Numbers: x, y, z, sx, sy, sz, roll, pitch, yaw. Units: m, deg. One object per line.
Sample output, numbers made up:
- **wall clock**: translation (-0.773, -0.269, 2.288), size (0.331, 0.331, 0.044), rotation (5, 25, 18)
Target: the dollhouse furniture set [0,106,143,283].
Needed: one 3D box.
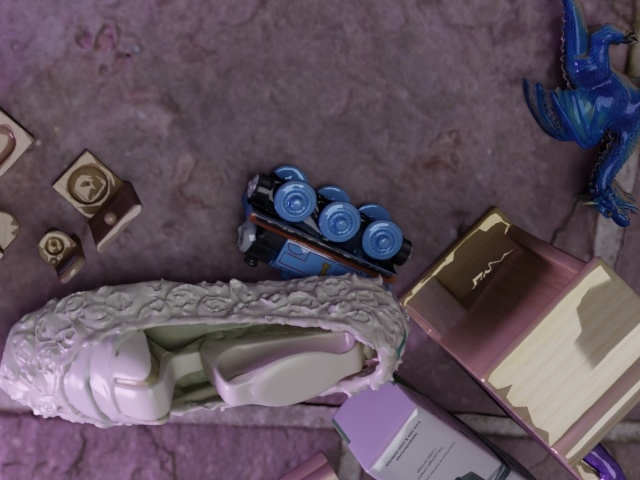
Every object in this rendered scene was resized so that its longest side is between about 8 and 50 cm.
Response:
- **dollhouse furniture set**: translation (-0.274, -0.038, 1.371), size (0.151, 0.123, 0.144), rotation (43, 91, -18)

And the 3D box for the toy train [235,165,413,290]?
- **toy train**: translation (0.000, 0.000, 1.470), size (0.184, 0.080, 0.105), rotation (23, 103, -17)

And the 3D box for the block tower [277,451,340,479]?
- **block tower**: translation (0.054, 0.394, 1.568), size (0.097, 0.091, 0.335), rotation (-33, 107, -3)

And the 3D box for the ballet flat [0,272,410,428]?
- **ballet flat**: translation (-0.114, 0.110, 1.401), size (0.409, 0.147, 0.147), rotation (-9, 105, 0)

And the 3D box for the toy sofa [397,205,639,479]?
- **toy sofa**: translation (0.215, 0.096, 1.393), size (0.150, 0.362, 0.177), rotation (-46, 102, 0)

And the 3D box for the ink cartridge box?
- **ink cartridge box**: translation (0.130, 0.231, 1.515), size (0.208, 0.153, 0.087), rotation (36, 92, -19)

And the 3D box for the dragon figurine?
- **dragon figurine**: translation (0.264, -0.145, 1.490), size (0.144, 0.085, 0.289), rotation (-41, 110, -1)
